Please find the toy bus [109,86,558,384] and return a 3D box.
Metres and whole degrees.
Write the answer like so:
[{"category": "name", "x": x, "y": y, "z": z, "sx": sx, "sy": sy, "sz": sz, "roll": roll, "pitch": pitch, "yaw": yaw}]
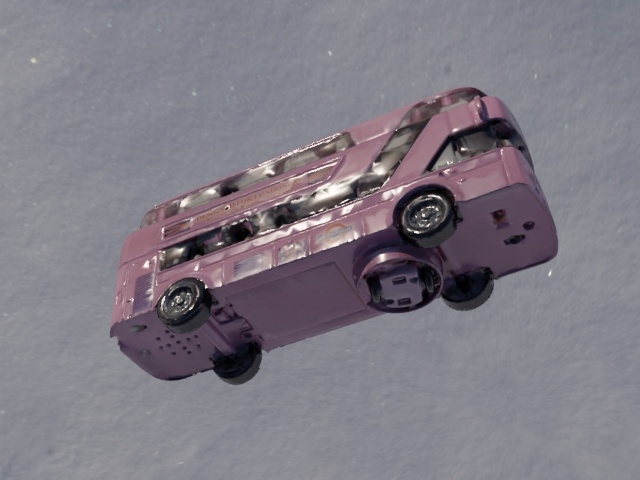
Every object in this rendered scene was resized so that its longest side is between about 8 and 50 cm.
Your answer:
[{"category": "toy bus", "x": 0.000, "y": 0.000, "z": 0.405, "sx": 0.203, "sy": 0.063, "sz": 0.090, "roll": -19, "pitch": 46, "yaw": 16}]
